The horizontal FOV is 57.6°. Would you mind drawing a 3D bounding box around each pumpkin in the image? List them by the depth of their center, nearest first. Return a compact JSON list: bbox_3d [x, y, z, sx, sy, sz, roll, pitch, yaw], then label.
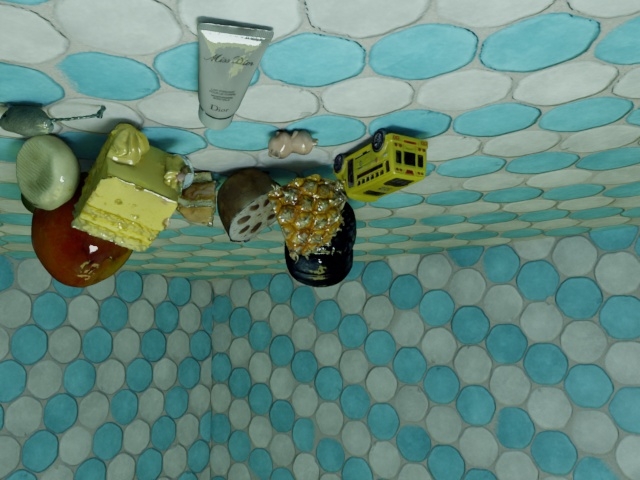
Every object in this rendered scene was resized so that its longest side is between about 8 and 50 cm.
[{"bbox_3d":[0.000,0.000,2.193,0.266,0.364,0.363,6,169,4],"label":"pumpkin"}]

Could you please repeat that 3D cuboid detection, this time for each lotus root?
[{"bbox_3d":[-0.234,-0.136,1.924,0.272,0.192,0.272,-26,157,-12],"label":"lotus root"}]

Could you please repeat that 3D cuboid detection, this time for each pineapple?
[{"bbox_3d":[0.009,-0.067,1.846,0.286,0.209,0.344,-21,159,1],"label":"pineapple"}]

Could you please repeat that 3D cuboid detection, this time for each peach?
[{"bbox_3d":[-0.716,-0.033,1.782,0.372,0.373,0.290,-9,142,32],"label":"peach"}]

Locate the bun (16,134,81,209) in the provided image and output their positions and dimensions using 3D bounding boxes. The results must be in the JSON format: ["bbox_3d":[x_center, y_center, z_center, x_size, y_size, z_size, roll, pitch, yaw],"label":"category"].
[{"bbox_3d":[-0.741,-0.189,1.616,0.222,0.223,0.127,-10,-179,37],"label":"bun"}]

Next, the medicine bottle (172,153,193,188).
[{"bbox_3d":[-0.579,-0.178,1.880,0.425,0.108,0.108,-11,165,41],"label":"medicine bottle"}]

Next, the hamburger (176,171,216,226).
[{"bbox_3d":[-0.418,-0.134,1.954,0.155,0.136,0.208,1,161,-2],"label":"hamburger"}]

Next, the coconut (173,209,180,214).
[{"bbox_3d":[-0.521,-0.147,2.024,0.122,0.116,0.116,2,169,6],"label":"coconut"}]

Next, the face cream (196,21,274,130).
[{"bbox_3d":[-0.199,-0.342,1.209,0.143,0.089,0.314,2,157,-17],"label":"face cream"}]

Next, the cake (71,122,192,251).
[{"bbox_3d":[-0.501,-0.155,1.566,0.227,0.223,0.286,23,129,-32],"label":"cake"}]

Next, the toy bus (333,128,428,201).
[{"bbox_3d":[0.164,-0.206,1.705,0.145,0.151,0.331,5,168,-27],"label":"toy bus"}]

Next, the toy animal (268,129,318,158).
[{"bbox_3d":[-0.079,-0.260,1.588,0.150,0.089,0.083,-12,164,7],"label":"toy animal"}]

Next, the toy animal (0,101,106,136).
[{"bbox_3d":[-0.646,-0.291,1.384,0.252,0.079,0.070,-4,162,5],"label":"toy animal"}]

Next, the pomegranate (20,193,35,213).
[{"bbox_3d":[-0.892,-0.157,1.942,0.191,0.131,0.152,-31,150,17],"label":"pomegranate"}]

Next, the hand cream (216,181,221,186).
[{"bbox_3d":[-0.430,-0.191,1.992,0.170,0.043,0.065,2,168,-26],"label":"hand cream"}]
